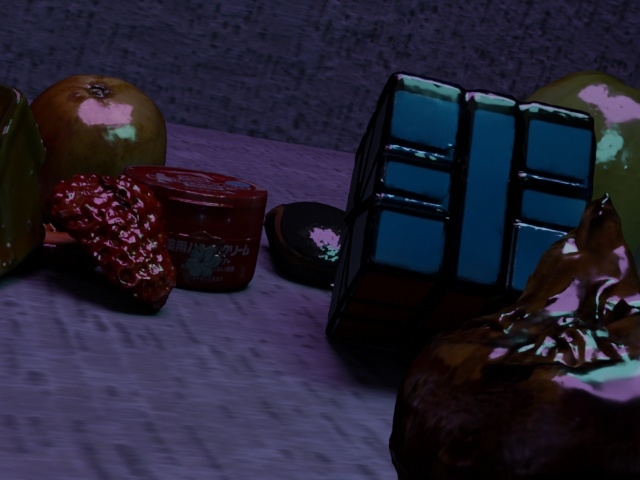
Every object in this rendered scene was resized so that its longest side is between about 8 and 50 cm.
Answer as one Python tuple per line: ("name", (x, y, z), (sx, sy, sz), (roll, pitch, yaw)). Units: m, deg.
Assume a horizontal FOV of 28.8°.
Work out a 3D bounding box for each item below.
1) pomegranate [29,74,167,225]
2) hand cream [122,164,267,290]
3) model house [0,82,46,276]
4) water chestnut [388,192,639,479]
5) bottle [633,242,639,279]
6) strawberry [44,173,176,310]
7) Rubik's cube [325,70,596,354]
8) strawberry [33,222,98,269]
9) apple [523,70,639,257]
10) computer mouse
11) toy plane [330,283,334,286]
("pomegranate", (-0.365, -0.129, 2.008), (0.229, 0.270, 0.252), (2, 42, -16))
("hand cream", (-0.196, -0.022, 1.860), (0.230, 0.149, 0.230), (11, 13, -3))
("model house", (-0.475, -0.095, 1.653), (0.268, 0.239, 0.173), (11, 19, 28))
("water chestnut", (0.223, 0.135, 1.012), (0.335, 0.346, 0.335), (4, 4, 0))
("bottle", (0.468, 0.069, 1.602), (0.169, 0.347, 0.168), (12, 12, -3))
("strawberry", (-0.252, -0.013, 1.663), (0.236, 0.111, 0.190), (44, 3, 38))
("Rubik's cube", (0.178, -0.014, 1.620), (0.283, 0.288, 0.293), (13, -21, -7))
("strawberry", (-0.370, 0.010, 1.761), (0.152, 0.048, 0.104), (15, 15, 36))
("apple", (0.515, -0.085, 2.319), (0.474, 0.473, 0.473), (12, 10, -2))
("computer mouse", (0.002, -0.005, 2.100), (0.183, 0.116, 0.323), (16, 9, -11))
("toy plane", (0.106, 0.090, 1.851), (0.135, 0.062, 0.188), (-32, 40, -34))
